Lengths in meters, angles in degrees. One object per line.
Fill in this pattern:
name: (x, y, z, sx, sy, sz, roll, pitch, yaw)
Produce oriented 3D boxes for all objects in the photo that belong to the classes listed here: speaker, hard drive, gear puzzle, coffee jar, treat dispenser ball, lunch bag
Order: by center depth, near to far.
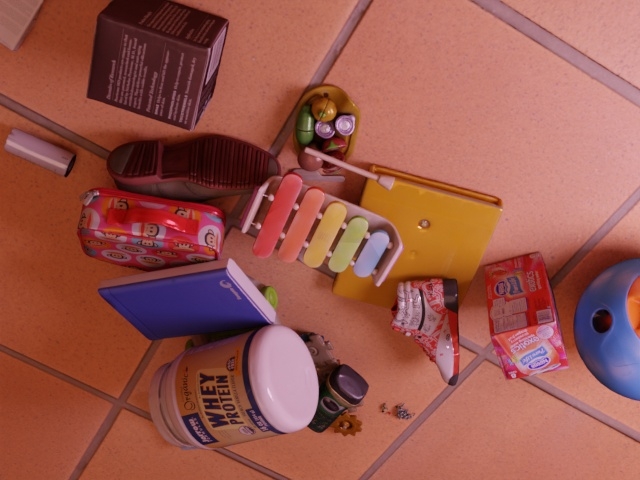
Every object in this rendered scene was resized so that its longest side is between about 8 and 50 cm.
treat dispenser ball: (0.654, 0.177, 1.576, 0.288, 0.288, 0.288, 3, 123, 5)
lunch bag: (-0.341, -0.017, 1.605, 0.293, 0.120, 0.258, 9, 163, -7)
speaker: (-0.584, -0.183, 1.646, 0.136, 0.055, 0.055, 24, 122, -8)
hard drive: (-0.284, 0.133, 1.689, 0.318, 0.040, 0.210, -10, 139, 23)
coffee jar: (0.027, 0.368, 1.847, 0.096, 0.079, 0.184, 41, 126, -5)
gear puzzle: (0.015, 0.353, 1.919, 0.175, 0.044, 0.339, -18, 118, 26)

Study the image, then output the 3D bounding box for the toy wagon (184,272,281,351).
toy wagon: (-0.194, 0.225, 1.826, 0.267, 0.068, 0.344, -8, 118, 23)

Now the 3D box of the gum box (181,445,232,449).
gum box: (-0.324, 0.454, 2.018, 0.157, 0.041, 0.184, -10, 120, 24)

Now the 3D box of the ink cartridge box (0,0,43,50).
ink cartridge box: (-0.590, -0.471, 1.482, 0.145, 0.045, 0.179, 35, 102, -14)

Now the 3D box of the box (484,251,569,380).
box: (0.414, 0.149, 1.608, 0.128, 0.257, 0.123, -15, 117, 16)

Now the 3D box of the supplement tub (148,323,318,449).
supplement tub: (-0.188, 0.323, 1.704, 0.316, 0.228, 0.228, -19, 118, 27)

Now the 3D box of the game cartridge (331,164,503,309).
game cartridge: (0.197, 0.016, 1.680, 0.285, 0.053, 0.324, 15, 126, -2)

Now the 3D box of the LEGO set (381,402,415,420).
LEGO set: (0.192, 0.428, 1.955, 0.083, 0.023, 0.054, -4, 122, 10)

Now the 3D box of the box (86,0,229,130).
box: (-0.293, -0.332, 1.443, 0.203, 0.168, 0.167, 17, 124, -3)

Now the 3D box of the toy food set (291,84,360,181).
toy food set: (0.005, -0.191, 1.553, 0.128, 0.071, 0.218, 10, 124, 1)

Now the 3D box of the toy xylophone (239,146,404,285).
toy xylophone: (0.012, -0.047, 1.555, 0.322, 0.081, 0.236, 15, 123, -4)

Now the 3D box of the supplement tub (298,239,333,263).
supplement tub: (0.000, 0.000, 1.678, 0.071, 0.071, 0.107, 37, 120, -16)

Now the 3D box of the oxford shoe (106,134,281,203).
oxford shoe: (-0.251, -0.132, 1.621, 0.348, 0.123, 0.130, 4, 149, 4)

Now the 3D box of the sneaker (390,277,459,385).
sneaker: (0.228, 0.199, 1.719, 0.145, 0.090, 0.270, -2, 121, 10)
